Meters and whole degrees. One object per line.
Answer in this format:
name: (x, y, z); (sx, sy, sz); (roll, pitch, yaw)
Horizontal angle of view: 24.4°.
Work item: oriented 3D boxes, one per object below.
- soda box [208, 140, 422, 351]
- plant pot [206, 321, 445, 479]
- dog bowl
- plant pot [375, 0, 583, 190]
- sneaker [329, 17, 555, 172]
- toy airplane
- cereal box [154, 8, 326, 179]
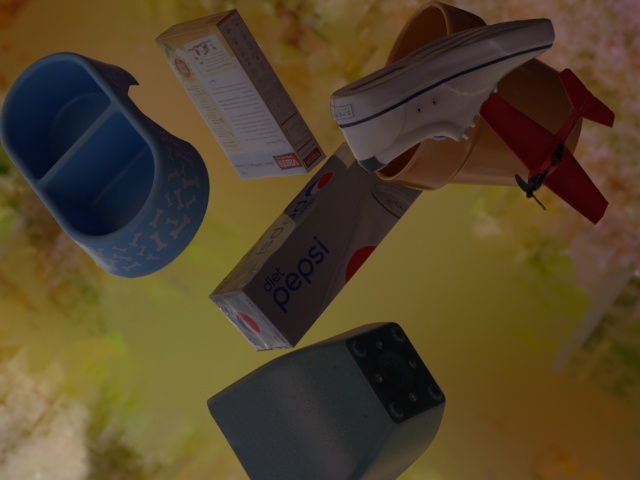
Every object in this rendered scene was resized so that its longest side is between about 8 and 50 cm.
soda box: (0.000, 0.000, 1.777); (0.098, 0.286, 0.091); (49, 152, -16)
plant pot: (0.036, 0.253, 2.210); (0.248, 0.252, 0.247); (-15, -112, -52)
dog bowl: (-0.243, -0.092, 1.602); (0.297, 0.166, 0.074); (48, -172, 32)
plant pot: (0.181, -0.142, 1.652); (0.188, 0.205, 0.205); (14, -177, -18)
sneaker: (0.126, -0.146, 1.461); (0.094, 0.258, 0.091); (20, 131, 63)
toy airplane: (0.210, -0.087, 1.285); (0.151, 0.151, 0.028); (38, 145, -16)
cereal box: (-0.111, -0.193, 2.015); (0.173, 0.047, 0.240); (0, 127, 54)
